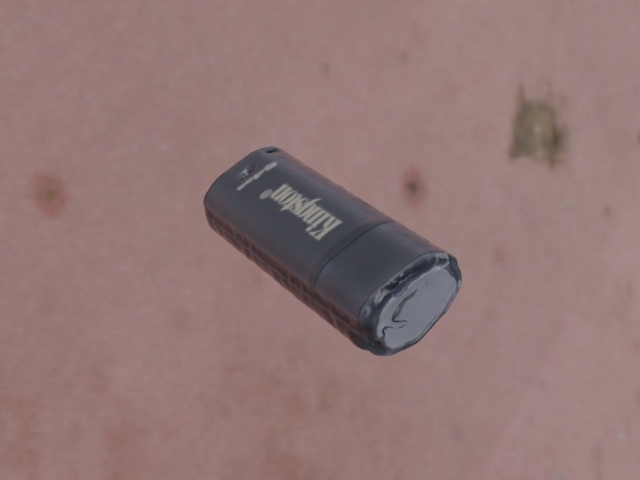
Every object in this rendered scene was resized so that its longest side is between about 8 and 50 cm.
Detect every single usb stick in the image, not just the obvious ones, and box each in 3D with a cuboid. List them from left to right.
[{"bbox_3d":[0.000,0.000,1.140,0.077,0.278,0.045,-44,119,-6],"label":"usb stick"}]
